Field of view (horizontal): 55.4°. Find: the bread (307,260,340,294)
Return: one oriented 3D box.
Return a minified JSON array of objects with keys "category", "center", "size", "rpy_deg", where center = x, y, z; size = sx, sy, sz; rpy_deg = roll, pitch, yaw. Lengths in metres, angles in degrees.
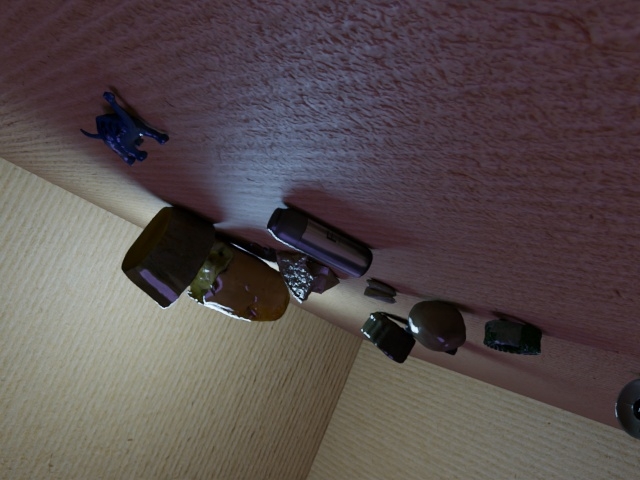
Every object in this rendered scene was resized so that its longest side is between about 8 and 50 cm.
[{"category":"bread","center":[0.013,0.108,2.038],"size":[0.077,0.105,0.152],"rpy_deg":[19,-160,21]}]

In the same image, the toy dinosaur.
[{"category":"toy dinosaur","center":[-0.396,-0.211,1.218],"size":[0.144,0.076,0.329],"rpy_deg":[36,163,-23]}]

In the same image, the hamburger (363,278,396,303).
[{"category":"hamburger","center":[0.190,0.161,1.845],"size":[0.084,0.054,0.121],"rpy_deg":[13,168,29]}]

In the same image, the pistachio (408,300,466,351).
[{"category":"pistachio","center":[0.324,0.238,1.706],"size":[0.135,0.136,0.226],"rpy_deg":[28,178,-23]}]

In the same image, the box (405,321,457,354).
[{"category":"box","center":[0.440,0.388,2.416],"size":[0.160,0.050,0.230],"rpy_deg":[17,167,35]}]

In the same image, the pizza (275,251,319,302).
[{"category":"pizza","center":[-0.071,0.115,1.967],"size":[0.262,0.034,0.181],"rpy_deg":[-14,98,64]}]

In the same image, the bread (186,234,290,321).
[{"category":"bread","center":[-0.305,0.171,2.309],"size":[0.394,0.250,0.361],"rpy_deg":[30,179,-32]}]

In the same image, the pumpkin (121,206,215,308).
[{"category":"pumpkin","center":[-0.530,0.044,2.075],"size":[0.199,0.332,0.332],"rpy_deg":[31,167,-26]}]

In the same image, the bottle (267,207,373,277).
[{"category":"bottle","center":[0.000,0.000,1.402],"size":[0.253,0.079,0.096],"rpy_deg":[26,-152,-19]}]

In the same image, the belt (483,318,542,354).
[{"category":"belt","center":[0.482,0.237,1.535],"size":[0.151,0.079,0.121],"rpy_deg":[15,161,-13]}]

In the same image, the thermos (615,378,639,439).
[{"category":"thermos","center":[0.891,0.438,1.503],"size":[0.264,0.146,0.176],"rpy_deg":[19,146,-21]}]

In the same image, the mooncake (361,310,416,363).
[{"category":"mooncake","center":[0.279,0.386,2.481],"size":[0.228,0.124,0.228],"rpy_deg":[36,-176,-3]}]

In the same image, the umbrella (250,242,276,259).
[{"category":"umbrella","center":[-0.137,0.066,2.109],"size":[0.044,0.044,0.269],"rpy_deg":[-32,135,29]}]
